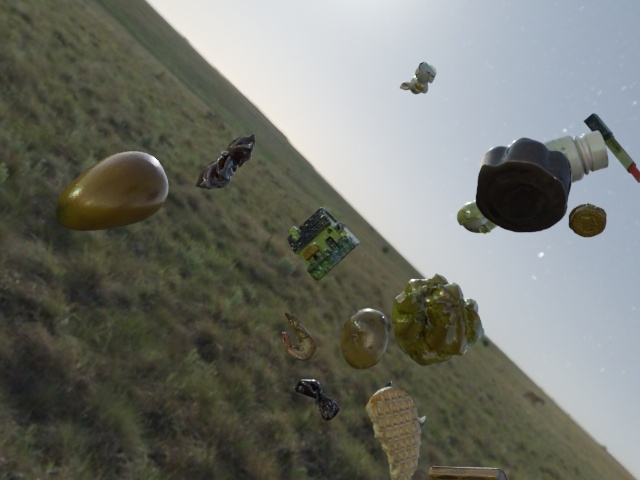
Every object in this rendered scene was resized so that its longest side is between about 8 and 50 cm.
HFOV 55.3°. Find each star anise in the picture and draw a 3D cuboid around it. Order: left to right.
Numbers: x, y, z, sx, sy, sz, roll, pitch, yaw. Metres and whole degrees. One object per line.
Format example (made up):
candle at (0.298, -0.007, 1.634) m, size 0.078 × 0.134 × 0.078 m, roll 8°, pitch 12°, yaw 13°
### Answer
star anise at (-0.260, -0.204, 1.675) m, size 0.073 × 0.212 × 0.197 m, roll 48°, pitch -29°, yaw -16°

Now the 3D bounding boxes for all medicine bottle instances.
medicine bottle at (0.836, -0.272, 2.137) m, size 0.170 × 0.293 × 0.170 m, roll -16°, pitch 90°, yaw -75°

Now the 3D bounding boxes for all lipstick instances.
lipstick at (1.110, -0.348, 2.298) m, size 0.051 × 0.051 × 0.312 m, roll 2°, pitch 52°, yaw -50°

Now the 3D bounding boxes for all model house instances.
model house at (0.000, 0.000, 2.160) m, size 0.211 × 0.194 × 0.170 m, roll 49°, pitch 15°, yaw 6°

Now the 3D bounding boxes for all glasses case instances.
glasses case at (0.342, 0.551, 1.417) m, size 0.064 × 0.170 × 0.041 m, roll 60°, pitch 39°, yaw -23°

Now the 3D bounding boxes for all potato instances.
potato at (0.126, 0.275, 1.732) m, size 0.137 × 0.176 × 0.137 m, roll 13°, pitch -24°, yaw 6°

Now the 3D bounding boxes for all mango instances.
mango at (-0.630, -0.143, 1.866) m, size 0.378 × 0.264 × 0.221 m, roll -37°, pitch 110°, yaw -50°

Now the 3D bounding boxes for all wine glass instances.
wine glass at (0.245, 0.508, 1.863) m, size 0.155 × 0.073 × 0.073 m, roll 44°, pitch 4°, yaw -4°

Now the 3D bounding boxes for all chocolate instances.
chocolate at (-0.008, 0.474, 1.837) m, size 0.147 × 0.072 × 0.070 m, roll 47°, pitch 5°, yaw -19°

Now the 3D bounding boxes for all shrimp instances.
shrimp at (-0.079, 0.289, 1.825) m, size 0.162 × 0.095 × 0.045 m, roll 55°, pitch -21°, yaw 14°

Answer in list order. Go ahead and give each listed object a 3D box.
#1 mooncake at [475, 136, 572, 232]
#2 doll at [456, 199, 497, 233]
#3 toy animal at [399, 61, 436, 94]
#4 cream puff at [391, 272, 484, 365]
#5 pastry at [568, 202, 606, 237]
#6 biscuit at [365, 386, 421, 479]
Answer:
mooncake at (0.509, -0.138, 1.538) m, size 0.245 × 0.133 × 0.245 m, roll 13°, pitch -36°, yaw 10°
doll at (0.506, -0.072, 1.951) m, size 0.296 × 0.141 × 0.117 m, roll -18°, pitch 93°, yaw -63°
toy animal at (0.312, -0.505, 1.941) m, size 0.071 × 0.124 × 0.085 m, roll 2°, pitch 57°, yaw -17°
cream puff at (0.462, 0.305, 2.440) m, size 0.378 × 0.378 × 0.275 m, roll 46°, pitch -5°, yaw 18°
pastry at (0.776, -0.057, 1.777) m, size 0.097 × 0.109 × 0.057 m, roll 52°, pitch 29°, yaw -13°
biscuit at (0.227, 0.546, 1.745) m, size 0.204 × 0.040 × 0.309 m, roll -38°, pitch 115°, yaw -48°
